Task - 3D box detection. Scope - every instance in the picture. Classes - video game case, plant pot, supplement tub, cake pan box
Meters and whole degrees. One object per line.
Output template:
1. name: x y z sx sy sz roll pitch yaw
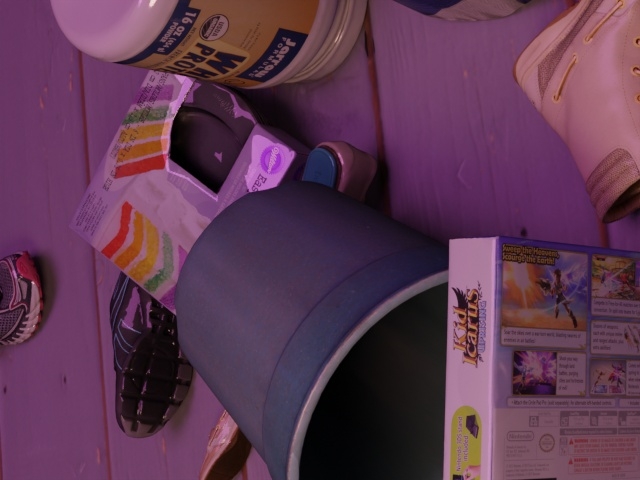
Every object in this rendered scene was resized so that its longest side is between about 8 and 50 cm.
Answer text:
1. video game case: 0.221 0.127 1.345 0.061 0.269 0.244 -2 84 48
2. plant pot: 0.033 0.111 1.523 0.334 0.341 0.341 38 113 49
3. supplement tub: -0.122 -0.295 1.707 0.228 0.316 0.228 -6 82 46
4. cake pan box: -0.154 -0.062 1.821 0.245 0.070 0.267 38 105 24

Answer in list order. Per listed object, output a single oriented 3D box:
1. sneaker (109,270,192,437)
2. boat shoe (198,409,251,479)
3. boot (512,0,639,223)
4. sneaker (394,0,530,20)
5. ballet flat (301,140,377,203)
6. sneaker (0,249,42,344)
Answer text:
1. sneaker: -0.222 0.121 1.943 0.106 0.101 0.267 -5 74 55
2. boat shoe: -0.112 0.243 1.839 0.045 0.050 0.135 42 105 43
3. boot: 0.311 -0.161 1.407 0.262 0.095 0.203 -45 56 35
4. sneaker: 0.195 -0.343 1.542 0.315 0.127 0.182 -8 70 48
5. ballet flat: 0.000 0.000 1.725 0.086 0.086 0.248 44 122 39
6. sneaker: -0.510 0.117 2.213 0.299 0.112 0.121 -40 59 35
